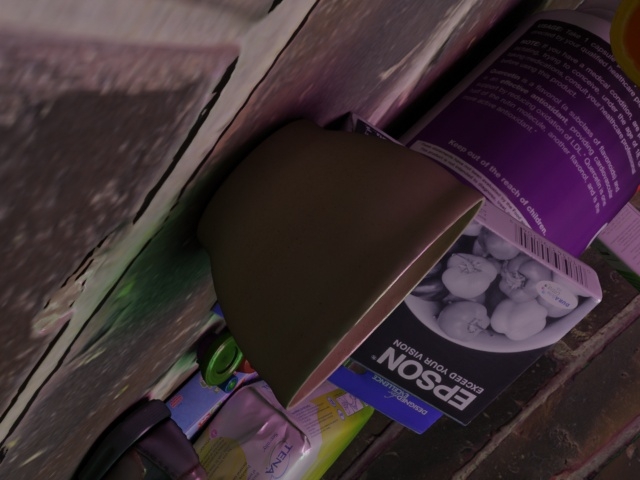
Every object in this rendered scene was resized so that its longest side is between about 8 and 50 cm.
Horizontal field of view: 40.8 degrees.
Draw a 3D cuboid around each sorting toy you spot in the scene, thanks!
[{"bbox_3d":[-0.084,0.096,0.749,0.102,0.042,0.061,6,112,-63],"label":"sorting toy"}]

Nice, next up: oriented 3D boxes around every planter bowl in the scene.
[{"bbox_3d":[0.000,0.000,0.491,0.162,0.109,0.162,-44,170,-10],"label":"planter bowl"}]

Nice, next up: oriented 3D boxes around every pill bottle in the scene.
[{"bbox_3d":[0.178,-0.072,0.744,0.323,0.181,0.181,-43,170,-17],"label":"pill bottle"}]

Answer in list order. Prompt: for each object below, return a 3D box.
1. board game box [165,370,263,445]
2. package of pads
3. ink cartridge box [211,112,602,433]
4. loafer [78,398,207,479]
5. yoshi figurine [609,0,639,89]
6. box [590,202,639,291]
[{"bbox_3d":[-0.105,0.161,0.894,0.160,0.039,0.211,-43,169,-17],"label":"board game box"},{"bbox_3d":[-0.089,0.270,0.912,0.297,0.101,0.229,-53,164,11],"label":"package of pads"},{"bbox_3d":[0.050,0.047,0.616,0.208,0.206,0.045,-52,-168,31],"label":"ink cartridge box"},{"bbox_3d":[-0.181,0.245,0.766,0.096,0.084,0.268,-36,165,-48],"label":"loafer"},{"bbox_3d":[0.239,-0.166,0.500,0.362,0.203,0.204,-23,112,-39],"label":"yoshi figurine"},{"bbox_3d":[0.323,-0.045,1.052,0.058,0.322,0.232,-45,171,9],"label":"box"}]
